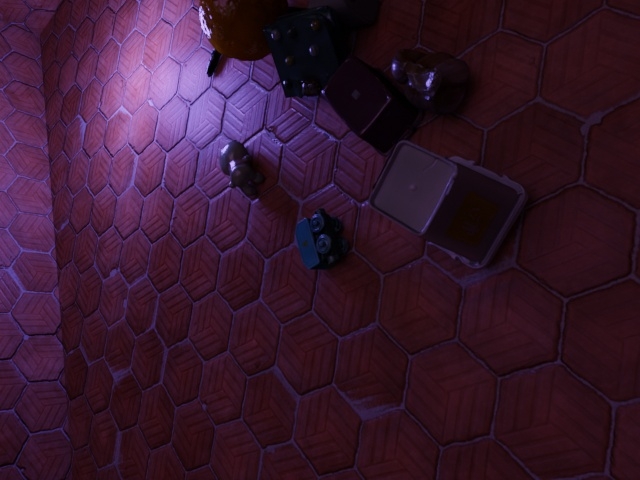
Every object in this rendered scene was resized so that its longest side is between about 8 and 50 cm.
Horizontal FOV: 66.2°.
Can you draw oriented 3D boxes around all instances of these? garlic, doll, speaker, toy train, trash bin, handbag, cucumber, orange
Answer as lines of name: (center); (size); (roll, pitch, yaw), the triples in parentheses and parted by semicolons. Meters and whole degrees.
garlic: (0.306, -0.449, 1.391); (0.214, 0.191, 0.160); (27, 126, 39)
doll: (-0.324, -0.299, 1.907); (0.155, 0.113, 0.275); (-49, 57, 25)
speaker: (0.090, -0.924, 1.644); (0.184, 0.183, 0.406); (5, 85, 45)
toy train: (0.000, 0.000, 1.606); (0.154, 0.107, 0.198); (-34, 63, 38)
trash bin: (0.292, -0.104, 1.216); (0.296, 0.367, 0.256); (38, 107, 37)
handbag: (-0.045, -0.620, 1.651); (0.268, 0.100, 0.274); (4, 124, 32)
cucumber: (-0.442, -0.834, 2.139); (0.044, 0.043, 0.257); (41, 109, 41)
orange: (-0.287, -0.833, 1.836); (0.340, 0.340, 0.293); (56, 139, 31)

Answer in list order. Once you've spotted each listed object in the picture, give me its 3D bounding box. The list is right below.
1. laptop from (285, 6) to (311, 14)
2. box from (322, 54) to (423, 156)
laptop: (-0.046, -0.719, 1.721); (0.135, 0.197, 0.016); (26, 64, 40)
box: (0.151, -0.423, 1.515); (0.193, 0.167, 0.294); (-47, 57, 21)
